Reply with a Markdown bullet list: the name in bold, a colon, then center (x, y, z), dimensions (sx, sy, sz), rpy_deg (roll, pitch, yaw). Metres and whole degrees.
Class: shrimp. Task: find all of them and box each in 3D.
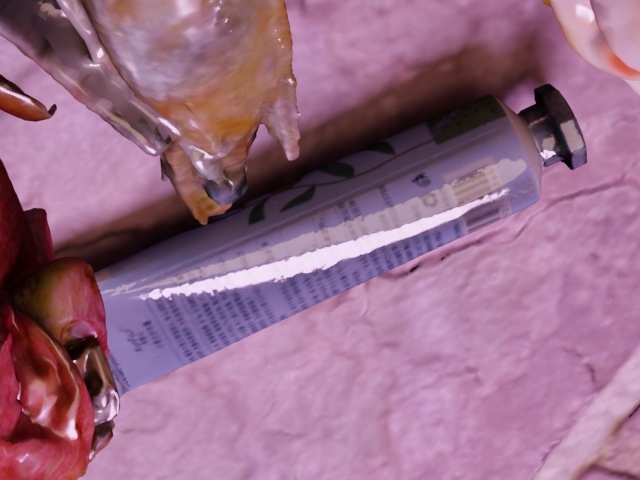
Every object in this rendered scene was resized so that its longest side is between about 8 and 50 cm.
- **shrimp**: center (-0.094, -0.104, 0.681), dimensions (0.168, 0.077, 0.317), rpy_deg (10, 147, 18)

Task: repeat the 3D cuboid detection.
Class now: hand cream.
- **hand cream**: center (0.000, 0.000, 0.829), dimensions (0.256, 0.055, 0.088), rpy_deg (-27, 142, -2)

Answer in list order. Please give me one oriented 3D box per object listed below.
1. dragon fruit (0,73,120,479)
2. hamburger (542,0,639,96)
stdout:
- **dragon fruit**: center (-0.234, 0.015, 0.605), dimensions (0.250, 0.315, 0.250), rpy_deg (-49, 148, -46)
- **hamburger**: center (0.227, -0.140, 0.713), dimensions (0.276, 0.237, 0.276), rpy_deg (-14, 127, -19)
